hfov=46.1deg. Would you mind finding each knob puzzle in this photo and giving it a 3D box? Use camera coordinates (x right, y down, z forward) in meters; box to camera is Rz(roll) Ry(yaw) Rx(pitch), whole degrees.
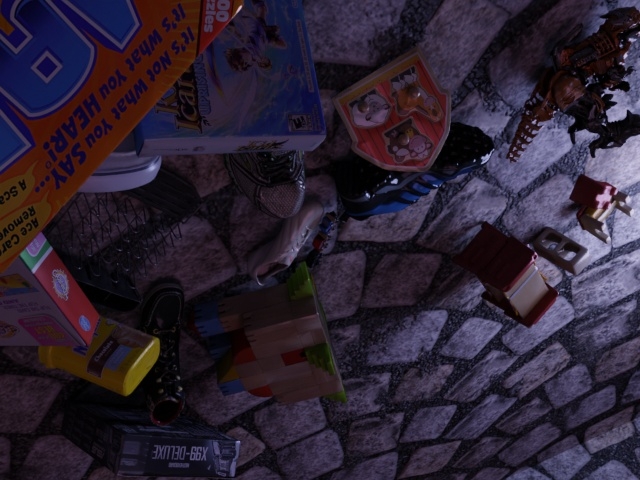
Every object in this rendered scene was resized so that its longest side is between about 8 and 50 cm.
[{"bbox_3d":[0.138,-0.201,1.276,0.213,0.030,0.213,-2,105,-6],"label":"knob puzzle"}]

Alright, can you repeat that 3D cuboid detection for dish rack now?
[{"bbox_3d":[-0.332,-0.012,1.254,0.271,0.074,0.208,-45,136,18],"label":"dish rack"}]

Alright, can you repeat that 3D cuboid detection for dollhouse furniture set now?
[{"bbox_3d":[0.495,-0.012,1.659,0.374,0.152,0.201,-47,136,-5],"label":"dollhouse furniture set"}]

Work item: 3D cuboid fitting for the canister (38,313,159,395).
[{"bbox_3d":[-0.386,0.193,1.327,0.170,0.126,0.073,19,130,12],"label":"canister"}]

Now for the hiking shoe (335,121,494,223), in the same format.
[{"bbox_3d":[0.171,-0.128,1.396,0.304,0.113,0.132,-17,152,-5],"label":"hiking shoe"}]

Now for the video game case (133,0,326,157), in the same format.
[{"bbox_3d":[-0.134,-0.249,0.996,0.245,0.269,0.061,-6,167,-22],"label":"video game case"}]

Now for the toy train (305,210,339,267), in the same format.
[{"bbox_3d":[0.000,0.000,1.450,0.036,0.027,0.158,-32,156,-38],"label":"toy train"}]

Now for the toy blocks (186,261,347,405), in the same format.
[{"bbox_3d":[-0.110,0.228,1.552,0.261,0.190,0.381,-15,137,2],"label":"toy blocks"}]

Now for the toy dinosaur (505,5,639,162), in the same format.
[{"bbox_3d":[0.474,-0.277,1.397,0.218,0.164,0.322,35,129,-29],"label":"toy dinosaur"}]

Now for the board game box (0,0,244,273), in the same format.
[{"bbox_3d":[-0.374,-0.258,0.706,0.356,0.357,0.356,-51,138,-9],"label":"board game box"}]

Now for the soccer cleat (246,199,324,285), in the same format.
[{"bbox_3d":[-0.059,0.006,1.410,0.196,0.076,0.068,-44,135,16],"label":"soccer cleat"}]

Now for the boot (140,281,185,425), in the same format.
[{"bbox_3d":[-0.290,0.214,1.415,0.085,0.178,0.236,2,130,-29],"label":"boot"}]

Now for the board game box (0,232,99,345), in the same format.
[{"bbox_3d":[-0.517,0.050,1.150,0.243,0.064,0.316,-2,139,13],"label":"board game box"}]

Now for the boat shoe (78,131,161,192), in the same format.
[{"bbox_3d":[-0.394,-0.174,1.038,0.367,0.135,0.156,8,124,-21],"label":"boat shoe"}]

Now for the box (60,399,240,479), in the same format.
[{"bbox_3d":[-0.341,0.389,1.486,0.243,0.308,0.076,15,83,-37],"label":"box"}]

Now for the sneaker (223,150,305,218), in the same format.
[{"bbox_3d":[-0.089,-0.152,1.192,0.134,0.146,0.343,-22,138,-7],"label":"sneaker"}]
